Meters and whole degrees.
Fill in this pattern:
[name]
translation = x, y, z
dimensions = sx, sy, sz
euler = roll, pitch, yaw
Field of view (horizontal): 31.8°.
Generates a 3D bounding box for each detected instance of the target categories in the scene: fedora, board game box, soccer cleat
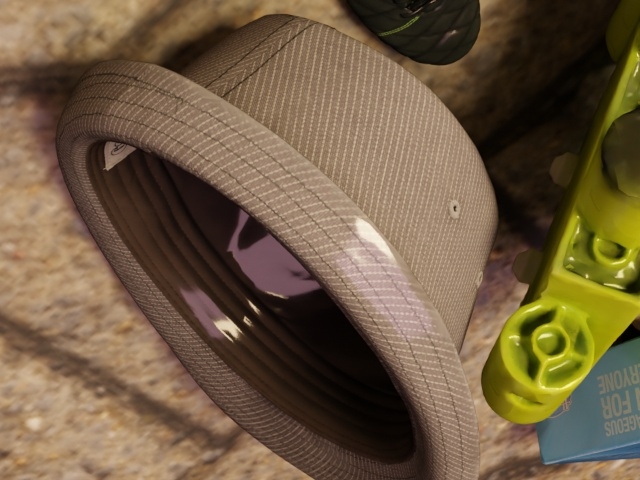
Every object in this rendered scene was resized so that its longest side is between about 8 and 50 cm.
[fedora]
translation = 0.000, 0.000, 0.539
dimensions = 0.124, 0.243, 0.275
euler = -47, 133, -23
[board game box]
translation = 0.337, 0.093, 0.736
dimensions = 0.316, 0.064, 0.242
euler = 2, 162, -23
[soccer cleat]
translation = 0.031, -0.139, 0.509
dimensions = 0.060, 0.072, 0.179
euler = -33, 131, 4

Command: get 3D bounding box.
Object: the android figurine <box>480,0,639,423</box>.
[android figurine]
translation = 0.143, -0.026, 0.561
dimensions = 0.273, 0.056, 0.248
euler = 87, 26, -73

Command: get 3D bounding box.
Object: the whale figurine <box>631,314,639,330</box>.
[whale figurine]
translation = 0.298, -0.029, 0.687
dimensions = 0.272, 0.141, 0.216
euler = -24, 153, 27
